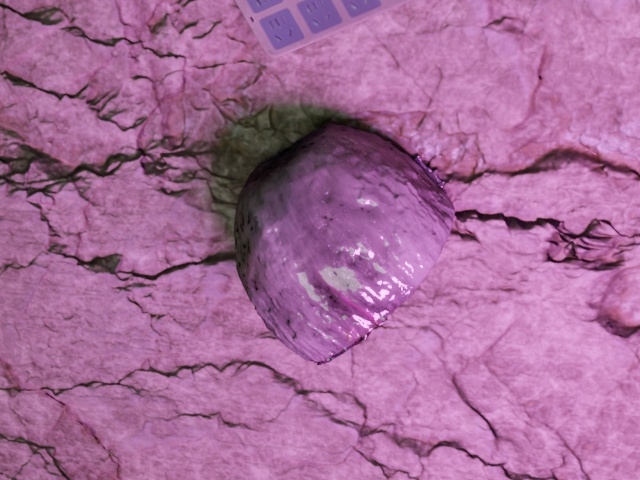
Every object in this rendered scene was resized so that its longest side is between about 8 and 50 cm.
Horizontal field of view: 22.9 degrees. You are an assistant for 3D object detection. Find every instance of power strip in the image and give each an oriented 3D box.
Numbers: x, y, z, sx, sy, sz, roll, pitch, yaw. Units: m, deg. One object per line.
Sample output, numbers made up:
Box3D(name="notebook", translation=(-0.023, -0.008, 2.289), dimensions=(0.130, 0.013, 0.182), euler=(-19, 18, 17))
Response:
Box3D(name="power strip", translation=(0.019, -0.313, 1.882), dimensions=(0.270, 0.046, 0.118), euler=(-20, 111, 25))

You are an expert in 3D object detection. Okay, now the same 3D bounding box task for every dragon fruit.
Box3D(name="dragon fruit", translation=(0.000, 0.000, 1.973), dimensions=(0.283, 0.204, 0.221), euler=(-35, 103, 29))
